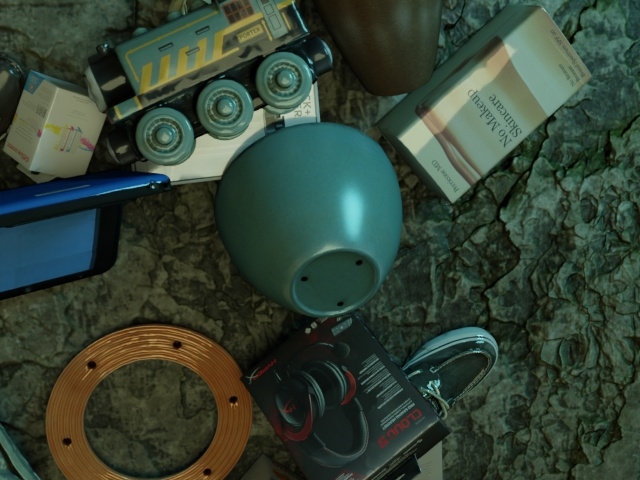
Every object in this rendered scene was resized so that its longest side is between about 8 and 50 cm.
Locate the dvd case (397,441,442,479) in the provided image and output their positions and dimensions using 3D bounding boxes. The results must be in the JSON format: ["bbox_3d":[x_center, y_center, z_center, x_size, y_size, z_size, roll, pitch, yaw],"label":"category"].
[{"bbox_3d":[0.127,0.418,1.502,0.180,0.022,0.253,-17,136,-8],"label":"dvd case"}]

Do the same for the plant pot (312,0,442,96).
[{"bbox_3d":[0.094,-0.339,1.272,0.215,0.215,0.230,-22,122,-6],"label":"plant pot"}]

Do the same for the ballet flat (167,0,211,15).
[{"bbox_3d":[-0.140,-0.402,1.253,0.086,0.086,0.248,26,97,-18],"label":"ballet flat"}]

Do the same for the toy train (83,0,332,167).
[{"bbox_3d":[-0.155,-0.230,1.182,0.334,0.142,0.190,-25,96,-3],"label":"toy train"}]

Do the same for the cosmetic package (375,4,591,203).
[{"bbox_3d":[0.254,-0.218,1.363,0.296,0.129,0.153,-43,110,2],"label":"cosmetic package"}]

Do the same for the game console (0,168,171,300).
[{"bbox_3d":[-0.373,0.010,1.179,0.293,0.250,0.173,-17,106,-36],"label":"game console"}]

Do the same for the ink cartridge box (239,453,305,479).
[{"bbox_3d":[-0.066,0.506,1.432,0.171,0.233,0.168,38,92,-18],"label":"ink cartridge box"}]

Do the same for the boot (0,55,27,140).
[{"bbox_3d":[-0.499,-0.132,1.166,0.091,0.229,0.263,35,95,-16],"label":"boot"}]

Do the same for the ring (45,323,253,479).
[{"bbox_3d":[-0.281,0.294,1.435,0.337,0.032,0.336,-3,105,-11],"label":"ring"}]

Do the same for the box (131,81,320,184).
[{"bbox_3d":[-0.148,-0.182,1.306,0.290,0.087,0.169,-7,106,-11],"label":"box"}]

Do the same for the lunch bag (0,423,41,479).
[{"bbox_3d":[-0.586,0.349,1.286,0.256,0.212,0.305,-26,109,-4],"label":"lunch bag"}]

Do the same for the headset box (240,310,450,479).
[{"bbox_3d":[0.046,0.273,1.366,0.218,0.293,0.110,-39,151,0],"label":"headset box"}]

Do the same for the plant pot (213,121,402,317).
[{"bbox_3d":[0.000,0.000,1.277,0.290,0.195,0.290,-9,132,-10],"label":"plant pot"}]

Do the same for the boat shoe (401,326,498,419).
[{"bbox_3d":[0.172,0.275,1.482,0.335,0.119,0.121,-33,109,-2],"label":"boat shoe"}]

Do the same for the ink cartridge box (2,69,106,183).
[{"bbox_3d":[-0.384,-0.155,1.245,0.090,0.092,0.143,12,105,-47],"label":"ink cartridge box"}]
